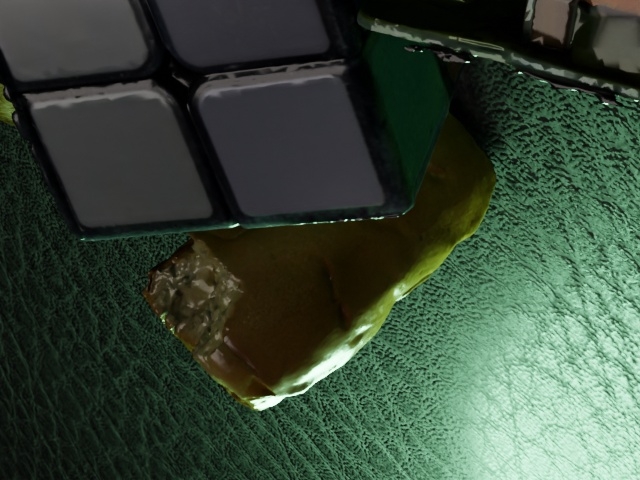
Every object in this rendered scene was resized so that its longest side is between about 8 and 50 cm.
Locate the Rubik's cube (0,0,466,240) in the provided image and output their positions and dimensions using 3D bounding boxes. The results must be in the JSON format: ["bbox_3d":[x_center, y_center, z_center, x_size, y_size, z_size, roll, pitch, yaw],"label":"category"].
[{"bbox_3d":[-0.072,-0.215,1.429,0.313,0.318,0.316,-5,128,22],"label":"Rubik's cube"}]

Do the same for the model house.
[{"bbox_3d":[0.217,-0.279,1.207,0.357,0.242,0.313,19,122,21],"label":"model house"}]

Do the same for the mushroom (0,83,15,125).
[{"bbox_3d":[-0.330,-0.298,1.791,0.345,0.239,0.345,42,161,18],"label":"mushroom"}]

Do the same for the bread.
[{"bbox_3d":[0.004,0.002,1.672,0.195,0.344,0.149,47,165,-5],"label":"bread"}]
